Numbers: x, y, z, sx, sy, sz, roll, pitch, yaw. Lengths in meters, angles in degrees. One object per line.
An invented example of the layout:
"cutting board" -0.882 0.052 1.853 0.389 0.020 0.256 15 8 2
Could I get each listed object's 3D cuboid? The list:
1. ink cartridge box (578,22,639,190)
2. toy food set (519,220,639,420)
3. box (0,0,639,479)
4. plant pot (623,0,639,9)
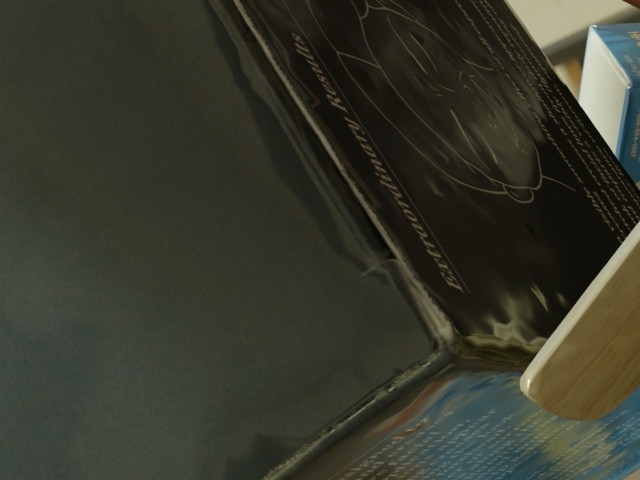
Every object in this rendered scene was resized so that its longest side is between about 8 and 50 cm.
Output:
"ink cartridge box" 0.267 -0.057 0.982 0.086 0.203 0.148 -108 17 -56
"toy food set" 0.153 0.028 0.398 0.218 0.128 0.071 30 -178 -19
"box" 0.000 0.000 0.751 0.395 0.212 0.293 13 -137 -59
"plant pot" 0.157 -0.249 0.480 0.272 0.265 0.272 45 170 10
